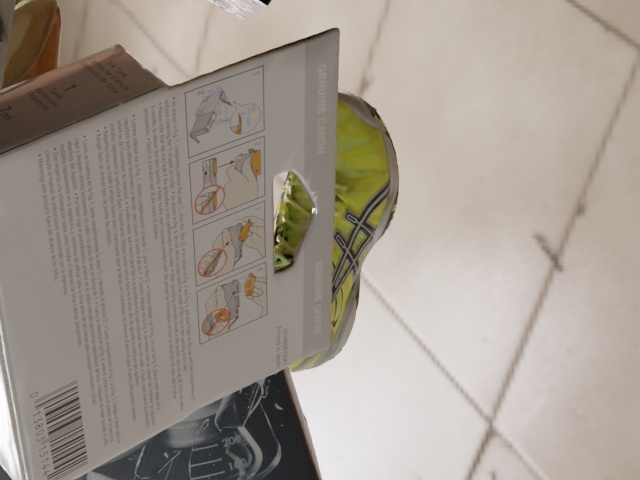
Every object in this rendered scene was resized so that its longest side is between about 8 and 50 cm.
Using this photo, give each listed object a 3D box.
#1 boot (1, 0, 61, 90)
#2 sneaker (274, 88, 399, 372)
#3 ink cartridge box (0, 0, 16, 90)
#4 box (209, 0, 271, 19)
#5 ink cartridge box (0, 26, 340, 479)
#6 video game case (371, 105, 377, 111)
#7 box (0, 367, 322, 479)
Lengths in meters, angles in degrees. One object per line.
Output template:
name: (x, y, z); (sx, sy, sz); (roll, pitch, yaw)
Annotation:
boot: (-0.308, -0.111, 1.705); (0.104, 0.211, 0.295); (-2, 63, 38)
sneaker: (0.000, 0.000, 1.897); (0.145, 0.147, 0.384); (15, 109, 20)
ink cartridge box: (-0.391, -0.250, 1.451); (0.060, 0.239, 0.275); (-11, 56, 19)
box: (-0.188, -0.430, 2.195); (0.079, 0.257, 0.322); (-61, 10, -1)
ink cartridge box: (-0.112, 0.006, 1.005); (0.066, 0.261, 0.296); (41, 144, 37)
video game case: (-0.049, -0.187, 2.006); (0.173, 0.190, 0.022); (1, 81, 42)
box: (-0.202, 0.155, 1.493); (0.179, 0.343, 0.312); (-108, 1, -63)
